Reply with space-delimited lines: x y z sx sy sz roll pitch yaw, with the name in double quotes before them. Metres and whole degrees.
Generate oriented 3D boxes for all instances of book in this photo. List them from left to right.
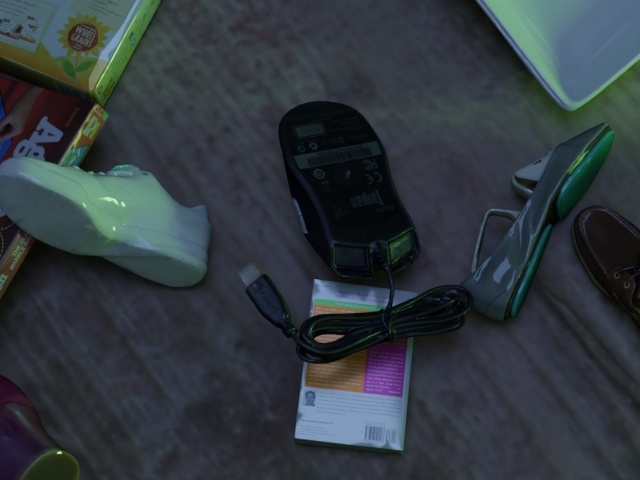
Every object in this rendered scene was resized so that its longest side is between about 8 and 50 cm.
"book" 0.033 0.112 1.451 0.096 0.035 0.144 6 71 4

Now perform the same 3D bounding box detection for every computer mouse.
"computer mouse" 0.000 0.000 1.456 0.184 0.060 0.262 -17 62 -23

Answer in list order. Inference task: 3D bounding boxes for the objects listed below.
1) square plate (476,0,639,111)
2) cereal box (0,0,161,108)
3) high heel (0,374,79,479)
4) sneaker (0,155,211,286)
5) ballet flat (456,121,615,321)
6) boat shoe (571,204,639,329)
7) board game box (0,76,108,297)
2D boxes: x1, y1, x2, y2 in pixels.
"square plate" 0.255 -0.347 1.567 0.347 0.049 0.344 -37 82 -9
"cereal box" -0.237 -0.263 1.602 0.173 0.047 0.240 23 73 13
"high heel" -0.362 0.288 1.403 0.377 0.127 0.181 -49 43 -8
"sneaker" -0.192 -0.036 1.470 0.212 0.080 0.094 27 54 -27
"ballet flat" 0.188 -0.028 1.470 0.068 0.072 0.213 26 74 18
"boat shoe" 0.285 0.037 1.441 0.064 0.060 0.178 -31 71 -7
"board game box" -0.319 -0.019 1.503 0.145 0.027 0.281 17 71 33
